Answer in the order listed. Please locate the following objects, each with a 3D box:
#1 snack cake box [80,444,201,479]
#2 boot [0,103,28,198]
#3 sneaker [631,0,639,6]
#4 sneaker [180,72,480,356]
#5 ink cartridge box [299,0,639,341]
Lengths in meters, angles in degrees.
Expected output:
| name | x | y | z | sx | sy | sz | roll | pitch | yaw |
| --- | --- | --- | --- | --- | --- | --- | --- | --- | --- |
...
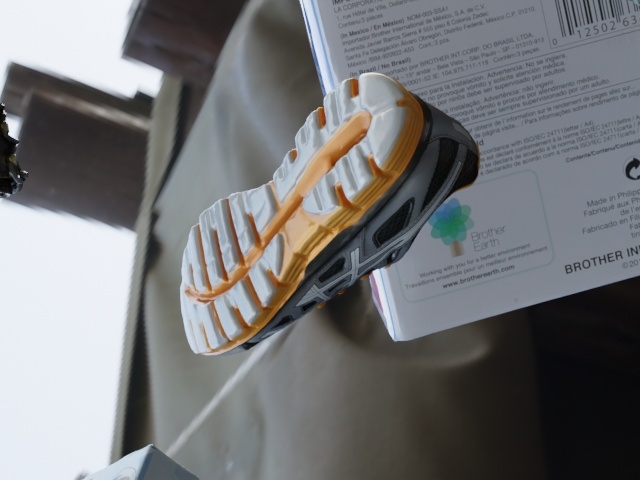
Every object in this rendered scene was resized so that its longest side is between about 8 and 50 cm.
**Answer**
| name | x | y | z | sx | sy | sz | roll | pitch | yaw |
| --- | --- | --- | --- | --- | --- | --- | --- | --- | --- |
| snack cake box | -0.131 | 0.240 | 0.718 | 0.089 | 0.152 | 0.264 | 41 | -141 | -22 |
| boot | -0.232 | -0.136 | 0.984 | 0.263 | 0.091 | 0.229 | -16 | -94 | -28 |
| sneaker | 0.133 | -0.126 | 0.414 | 0.076 | 0.166 | 0.065 | 28 | -154 | -16 |
| sneaker | 0.000 | 0.000 | 0.826 | 0.083 | 0.215 | 0.084 | 13 | -130 | -40 |
| ink cartridge box | 0.126 | -0.160 | 1.102 | 0.270 | 0.396 | 0.151 | -15 | -165 | -4 |
